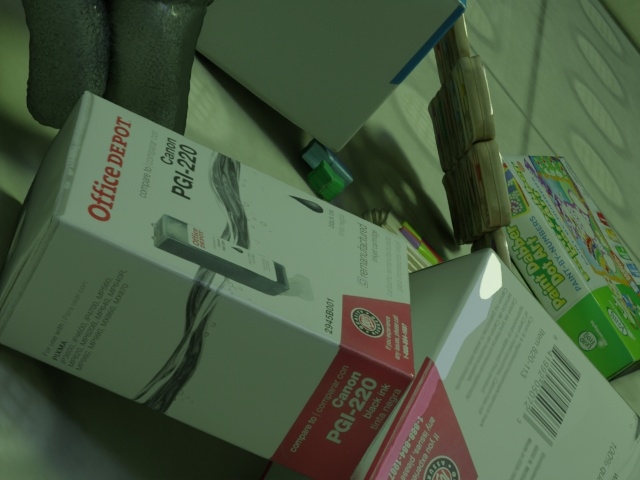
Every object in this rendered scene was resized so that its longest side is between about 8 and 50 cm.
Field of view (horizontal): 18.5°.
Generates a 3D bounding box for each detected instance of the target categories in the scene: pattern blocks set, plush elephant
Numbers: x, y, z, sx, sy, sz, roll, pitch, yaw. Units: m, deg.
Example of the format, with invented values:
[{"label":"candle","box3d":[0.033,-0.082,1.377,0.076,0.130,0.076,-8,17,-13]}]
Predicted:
[{"label":"pattern blocks set","box3d":[0.106,0.045,1.562,0.325,0.026,0.285,44,7,-17]},{"label":"plush elephant","box3d":[-0.173,-0.221,1.185,0.255,0.271,0.330,21,-21,8]}]

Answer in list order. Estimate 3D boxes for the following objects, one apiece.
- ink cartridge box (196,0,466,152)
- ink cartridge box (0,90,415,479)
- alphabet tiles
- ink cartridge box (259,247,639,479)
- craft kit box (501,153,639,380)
[{"label":"ink cartridge box","box3d":[0.009,-0.223,1.627,0.168,0.171,0.232,36,25,-13]},{"label":"ink cartridge box","box3d":[-0.063,0.025,1.100,0.218,0.092,0.158,23,27,-12]},{"label":"alphabet tiles","box3d":[0.126,-0.071,1.698,0.284,0.021,0.278,118,-38,-86]},{"label":"ink cartridge box","box3d":[0.114,0.180,1.214,0.283,0.117,0.207,48,50,-21]},{"label":"craft kit box","box3d":[0.268,0.025,2.042,0.250,0.061,0.247,58,22,10]}]
